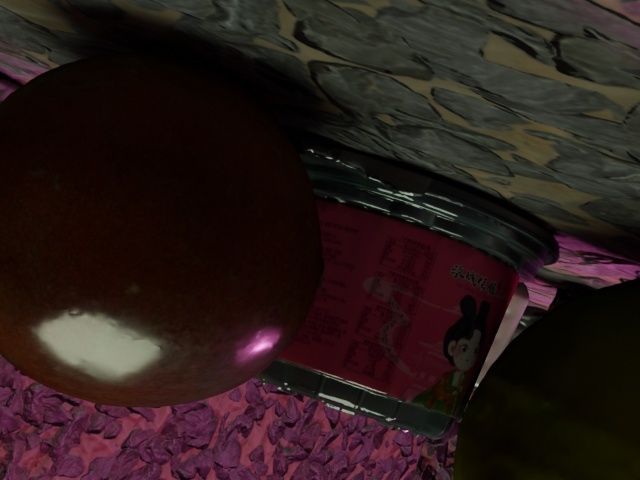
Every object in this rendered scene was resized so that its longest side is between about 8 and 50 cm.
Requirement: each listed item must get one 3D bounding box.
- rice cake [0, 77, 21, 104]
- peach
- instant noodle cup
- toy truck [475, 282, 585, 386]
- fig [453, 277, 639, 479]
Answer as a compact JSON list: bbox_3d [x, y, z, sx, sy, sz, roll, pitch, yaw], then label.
[{"bbox_3d":[-0.209,-0.068,1.205,0.070,0.064,0.399,20,175,34],"label":"rice cake"},{"bbox_3d":[-0.114,-0.002,0.819,0.252,0.252,0.252,18,173,2],"label":"peach"},{"bbox_3d":[0.043,0.051,1.001,0.302,0.181,0.258,23,172,-33],"label":"instant noodle cup"},{"bbox_3d":[0.264,0.121,1.210,0.286,0.136,0.111,20,-167,-8],"label":"toy truck"},{"bbox_3d":[0.263,0.188,0.872,0.343,0.343,0.343,18,173,2],"label":"fig"}]
